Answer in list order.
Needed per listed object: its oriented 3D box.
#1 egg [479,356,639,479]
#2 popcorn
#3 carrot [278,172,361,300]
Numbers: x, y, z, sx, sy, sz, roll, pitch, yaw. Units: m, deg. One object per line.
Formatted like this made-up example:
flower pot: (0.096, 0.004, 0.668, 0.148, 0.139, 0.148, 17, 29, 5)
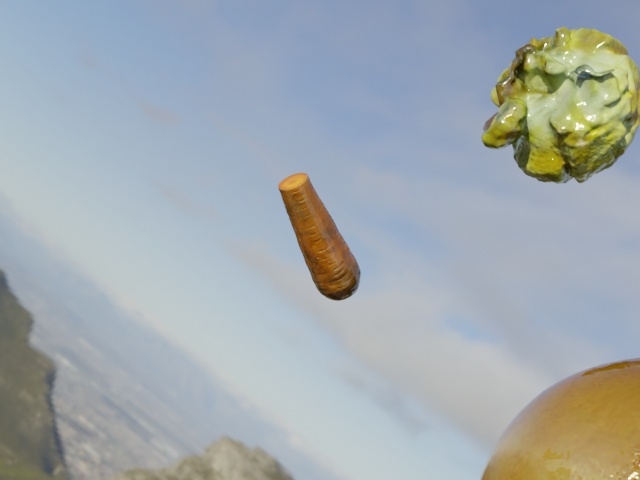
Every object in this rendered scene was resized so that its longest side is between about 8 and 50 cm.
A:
egg: (0.271, 0.222, 0.802, 0.351, 0.282, 0.282, 29, -7, -9)
popcorn: (0.286, -0.161, 1.437, 0.212, 0.198, 0.198, -3, 6, -19)
carrot: (0.000, 0.000, 0.755, 0.032, 0.032, 0.093, 28, -32, 52)
